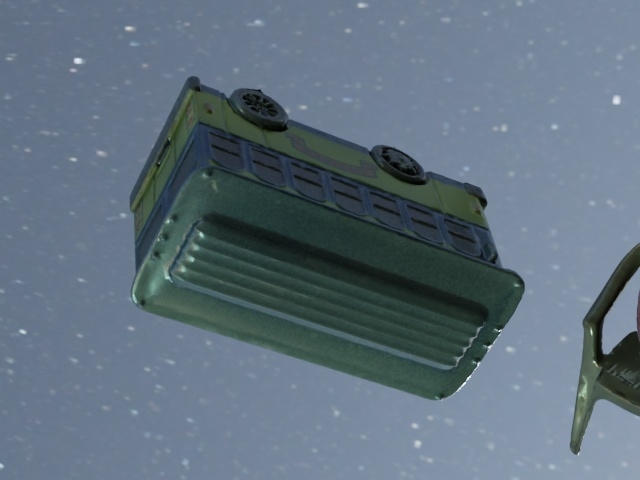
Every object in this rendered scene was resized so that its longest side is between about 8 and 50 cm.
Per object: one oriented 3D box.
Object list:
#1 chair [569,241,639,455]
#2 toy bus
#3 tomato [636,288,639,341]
[{"bbox_3d":[0.433,0.147,1.622,0.190,0.203,0.274,-46,-33,-36],"label":"chair"},{"bbox_3d":[0.000,0.000,1.151,0.312,0.190,0.152,19,-61,-21],"label":"toy bus"},{"bbox_3d":[0.456,0.058,1.427,0.188,0.232,0.231,-15,-68,-81],"label":"tomato"}]
